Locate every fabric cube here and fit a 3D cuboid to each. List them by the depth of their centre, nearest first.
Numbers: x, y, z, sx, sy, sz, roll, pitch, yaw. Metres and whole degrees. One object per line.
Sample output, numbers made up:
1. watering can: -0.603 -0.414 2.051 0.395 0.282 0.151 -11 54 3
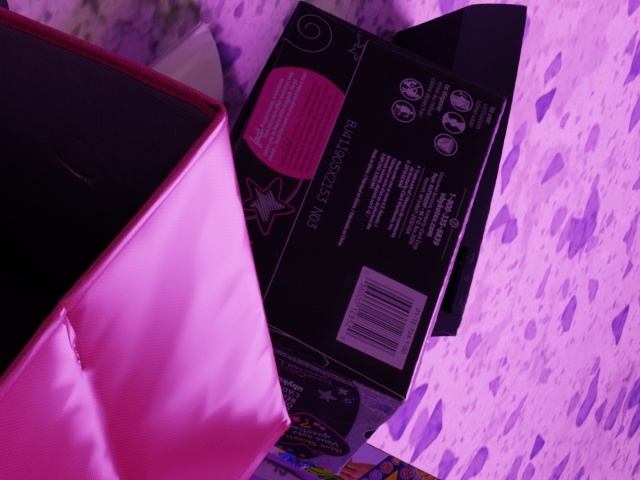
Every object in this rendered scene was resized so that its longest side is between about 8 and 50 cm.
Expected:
1. fabric cube: -0.196 0.058 0.941 0.259 0.254 0.258 -53 154 -29

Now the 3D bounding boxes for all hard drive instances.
1. hard drive: 0.079 -0.053 1.489 0.172 0.054 0.255 -8 -112 67

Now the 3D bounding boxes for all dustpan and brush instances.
1. dustpan and brush: -0.114 -0.040 1.268 0.147 0.060 0.211 -42 142 -19

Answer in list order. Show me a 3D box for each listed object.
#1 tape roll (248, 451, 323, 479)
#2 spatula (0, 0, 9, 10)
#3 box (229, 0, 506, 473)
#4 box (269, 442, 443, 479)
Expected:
1. tape roll: -0.098 0.156 1.194 0.090 0.274 0.275 -65 156 -1
2. spatula: -0.178 -0.070 1.104 0.084 0.030 0.296 -21 134 -17
3. box: 0.000 0.000 1.282 0.142 0.163 0.247 126 -13 -58
4. box: 0.043 0.309 1.612 0.177 0.279 0.290 -56 154 -20
